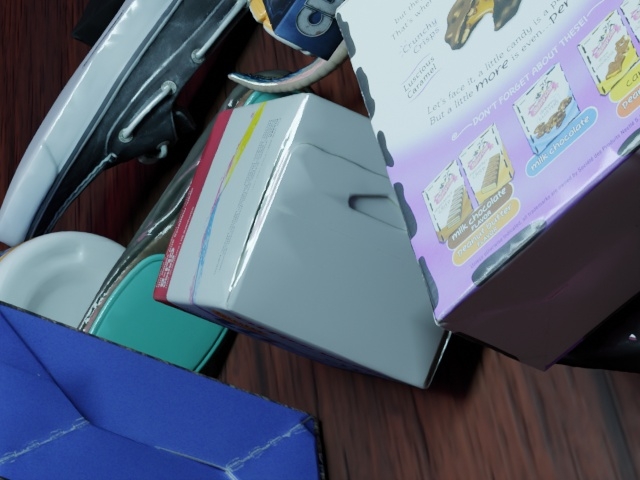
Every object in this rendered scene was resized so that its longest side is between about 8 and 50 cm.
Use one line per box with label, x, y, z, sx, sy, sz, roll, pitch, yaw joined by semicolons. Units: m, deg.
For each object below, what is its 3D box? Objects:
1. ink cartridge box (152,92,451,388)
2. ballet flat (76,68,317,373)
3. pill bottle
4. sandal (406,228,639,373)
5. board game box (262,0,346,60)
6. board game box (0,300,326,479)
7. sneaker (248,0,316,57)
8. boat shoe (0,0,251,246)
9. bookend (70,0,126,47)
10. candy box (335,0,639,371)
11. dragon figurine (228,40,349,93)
ink cartridge box;0.000;0.000;1.111;0.127;0.128;0.176;-70;16;-6
ballet flat;-0.086;0.008;1.360;0.280;0.095;0.096;-56;15;-1
pill bottle;-0.237;0.085;1.506;0.272;0.152;0.152;-17;55;58
sandal;0.199;-0.007;0.810;0.446;0.107;0.167;10;77;51
board game box;0.010;-0.241;1.216;0.165;0.042;0.243;-54;29;22
board game box;-0.166;0.207;1.171;0.291;0.232;0.141;-51;30;32
sneaker;-0.015;-0.223;1.418;0.083;0.084;0.215;-51;39;27
boat shoe;-0.147;-0.106;1.540;0.301;0.102;0.108;-55;13;6
bookend;-0.130;-0.240;1.660;0.157;0.072;0.156;-21;44;65
candy box;0.102;-0.074;0.817;0.165;0.070;0.196;-43;41;27
dragon figurine;0.056;-0.194;1.239;0.289;0.085;0.144;-37;38;46
